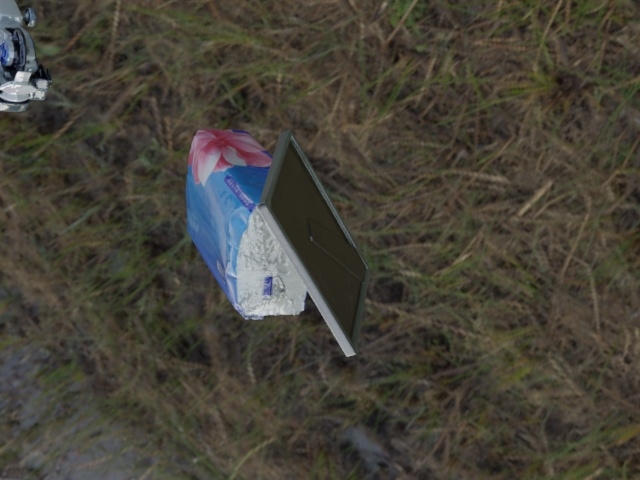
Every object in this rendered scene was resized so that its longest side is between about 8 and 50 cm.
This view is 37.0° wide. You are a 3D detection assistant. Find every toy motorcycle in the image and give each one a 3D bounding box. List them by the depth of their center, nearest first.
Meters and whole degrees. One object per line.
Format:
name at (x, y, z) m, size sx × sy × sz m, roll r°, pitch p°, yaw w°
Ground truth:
toy motorcycle at (-0.421, -0.243, 1.245) m, size 0.221 × 0.102 × 0.150 m, roll 56°, pitch 132°, yaw 38°

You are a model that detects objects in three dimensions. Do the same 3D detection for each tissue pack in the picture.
tissue pack at (-0.119, -0.028, 1.479) m, size 0.269 × 0.137 × 0.209 m, roll 49°, pitch 140°, yaw 49°

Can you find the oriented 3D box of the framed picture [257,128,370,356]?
framed picture at (0.000, 0.000, 1.260) m, size 0.023 × 0.189 × 0.260 m, roll -18°, pitch 122°, yaw 20°
